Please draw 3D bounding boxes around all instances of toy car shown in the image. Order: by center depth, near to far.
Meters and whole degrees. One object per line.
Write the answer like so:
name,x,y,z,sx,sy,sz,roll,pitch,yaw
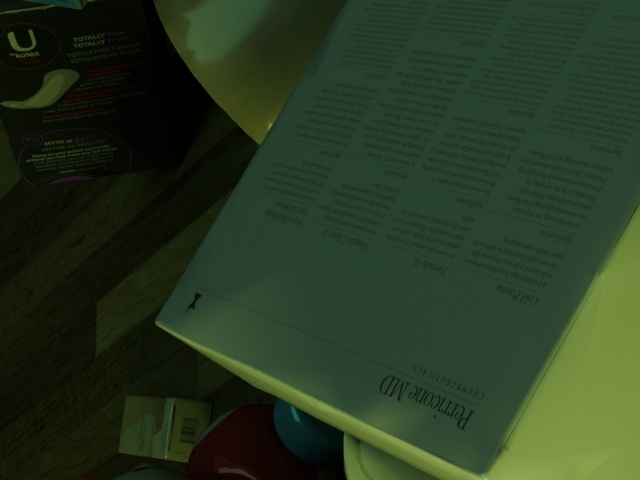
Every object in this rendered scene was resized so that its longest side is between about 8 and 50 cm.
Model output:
toy car,-0.106,0.217,1.558,0.219,0.238,0.210,-49,39,44

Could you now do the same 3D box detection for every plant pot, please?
plant pot,0.060,-0.212,1.433,0.274,0.256,0.256,-43,41,26

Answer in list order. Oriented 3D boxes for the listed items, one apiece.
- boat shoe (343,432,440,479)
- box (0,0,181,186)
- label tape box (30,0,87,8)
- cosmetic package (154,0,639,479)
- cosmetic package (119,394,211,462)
boat shoe,0.092,0.122,1.237,0.319,0.116,0.099,-48,-36,-65
box,-0.237,-0.193,1.926,0.270,0.165,0.143,82,179,-57
label tape box,-0.247,-0.372,1.808,0.240,0.106,0.334,12,56,27
cosmetic package,0.086,-0.020,1.074,0.284,0.097,0.377,-57,28,-7
cosmetic package,-0.147,0.176,1.868,0.115,0.041,0.060,-8,73,62
